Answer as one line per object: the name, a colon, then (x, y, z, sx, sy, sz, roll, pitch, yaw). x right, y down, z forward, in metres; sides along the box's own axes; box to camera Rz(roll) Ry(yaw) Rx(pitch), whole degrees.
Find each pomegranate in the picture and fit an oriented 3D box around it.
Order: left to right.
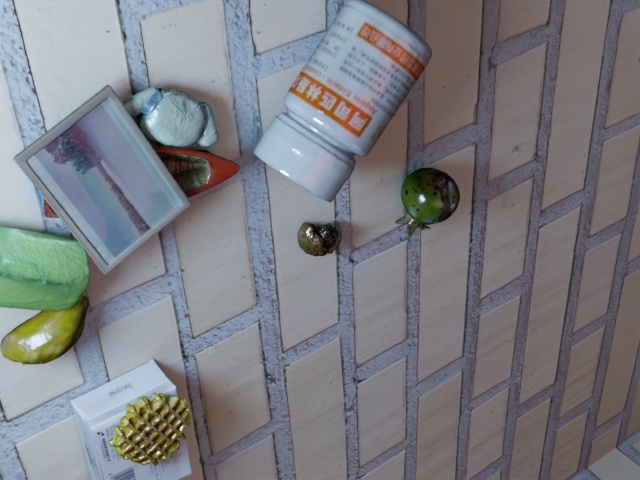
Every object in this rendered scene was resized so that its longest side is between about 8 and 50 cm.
pomegranate: (0.262, -0.091, 2.316, 0.148, 0.148, 0.169, -25, 139, -27)

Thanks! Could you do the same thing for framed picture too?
framed picture: (-0.383, -0.104, 1.726, 0.213, 0.016, 0.289, -41, 127, -15)

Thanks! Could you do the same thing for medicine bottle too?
medicine bottle: (0.043, -0.280, 1.931, 0.211, 0.211, 0.372, 28, 97, -48)

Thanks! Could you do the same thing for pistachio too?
pistachio: (-0.516, 0.180, 1.840, 0.189, 0.110, 0.100, -35, 111, -20)

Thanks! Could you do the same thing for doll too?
doll: (-0.275, -0.228, 1.790, 0.214, 0.071, 0.104, 13, 107, -39)

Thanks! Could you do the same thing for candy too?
candy: (-0.575, 0.047, 1.690, 0.343, 0.132, 0.142, 11, 153, -43)

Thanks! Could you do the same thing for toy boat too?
toy boat: (-0.339, -0.122, 1.805, 0.392, 0.079, 0.136, -13, 123, -34)

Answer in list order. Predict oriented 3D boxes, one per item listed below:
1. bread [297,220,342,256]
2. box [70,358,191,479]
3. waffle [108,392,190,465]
bread: (0.000, 0.000, 2.202, 0.113, 0.060, 0.082, -7, 120, -40)
box: (-0.409, 0.430, 2.099, 0.203, 0.116, 0.274, -25, 130, -26)
waffle: (-0.351, 0.396, 2.012, 0.191, 0.038, 0.191, -21, 127, -31)
